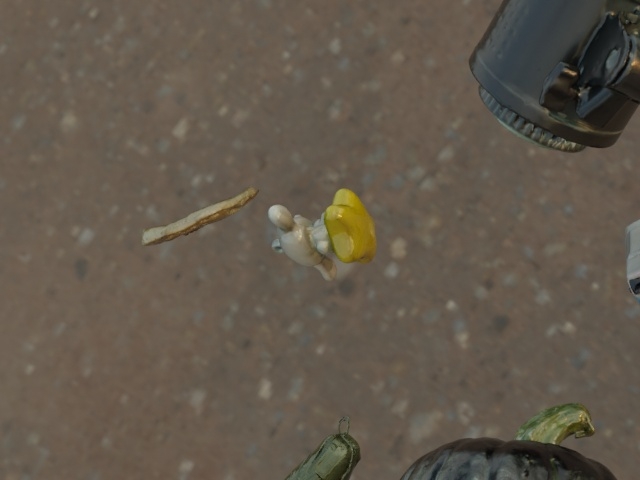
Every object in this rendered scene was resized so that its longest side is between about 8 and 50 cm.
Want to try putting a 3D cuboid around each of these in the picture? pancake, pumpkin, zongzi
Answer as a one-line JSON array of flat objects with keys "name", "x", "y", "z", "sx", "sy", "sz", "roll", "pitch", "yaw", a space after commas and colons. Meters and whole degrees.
[{"name": "pancake", "x": -0.130, "y": -0.024, "z": 1.735, "sx": 0.139, "sy": 0.022, "sz": 0.139, "roll": -22, "pitch": 1, "yaw": 0}, {"name": "pumpkin", "x": 0.213, "y": 0.303, "z": 1.766, "sx": 0.296, "sy": 0.296, "sz": 0.296, "roll": -29, "pitch": 42, "yaw": 30}, {"name": "zongzi", "x": -0.012, "y": 0.292, "z": 2.043, "sx": 0.062, "sy": 0.130, "sz": 0.154, "roll": 55, "pitch": 144, "yaw": 26}]

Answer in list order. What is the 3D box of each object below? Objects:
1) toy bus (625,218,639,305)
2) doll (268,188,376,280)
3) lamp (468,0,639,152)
[{"name": "toy bus", "x": 0.409, "y": 0.028, "z": 1.987, "sx": 0.060, "sy": 0.075, "sz": 0.123, "roll": -26, "pitch": 29, "yaw": 26}, {"name": "doll", "x": 0.003, "y": 0.004, "z": 1.719, "sx": 0.113, "sy": 0.135, "sz": 0.071, "roll": 0, "pitch": 57, "yaw": 3}, {"name": "lamp", "x": 0.303, "y": -0.246, "z": 1.895, "sx": 0.272, "sy": 0.205, "sz": 0.374, "roll": -52, "pitch": 24, "yaw": 43}]
